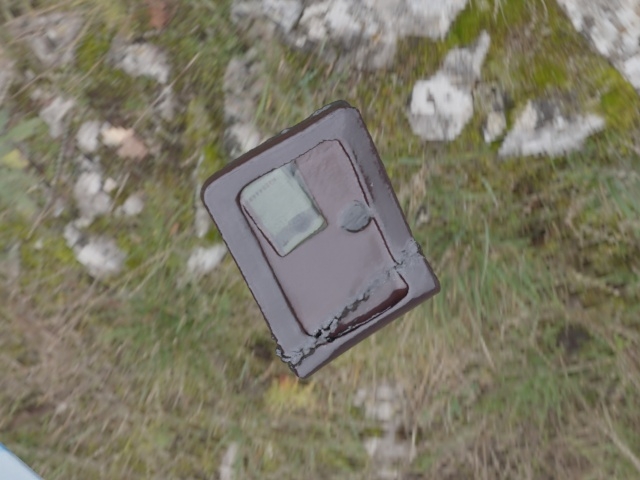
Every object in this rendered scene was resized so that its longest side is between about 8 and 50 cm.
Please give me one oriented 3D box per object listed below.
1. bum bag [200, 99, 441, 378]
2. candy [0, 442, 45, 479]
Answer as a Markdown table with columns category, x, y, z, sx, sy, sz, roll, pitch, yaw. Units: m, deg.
| category | x | y | z | sx | sy | sz | roll | pitch | yaw |
| --- | --- | --- | --- | --- | --- | --- | --- | --- | --- |
| bum bag | 0.000 | 0.000 | 0.980 | 0.109 | 0.026 | 0.159 | -31 | 125 | -8 |
| candy | -0.181 | 0.189 | 1.038 | 0.194 | 0.097 | 0.062 | 39 | 67 | 6 |
